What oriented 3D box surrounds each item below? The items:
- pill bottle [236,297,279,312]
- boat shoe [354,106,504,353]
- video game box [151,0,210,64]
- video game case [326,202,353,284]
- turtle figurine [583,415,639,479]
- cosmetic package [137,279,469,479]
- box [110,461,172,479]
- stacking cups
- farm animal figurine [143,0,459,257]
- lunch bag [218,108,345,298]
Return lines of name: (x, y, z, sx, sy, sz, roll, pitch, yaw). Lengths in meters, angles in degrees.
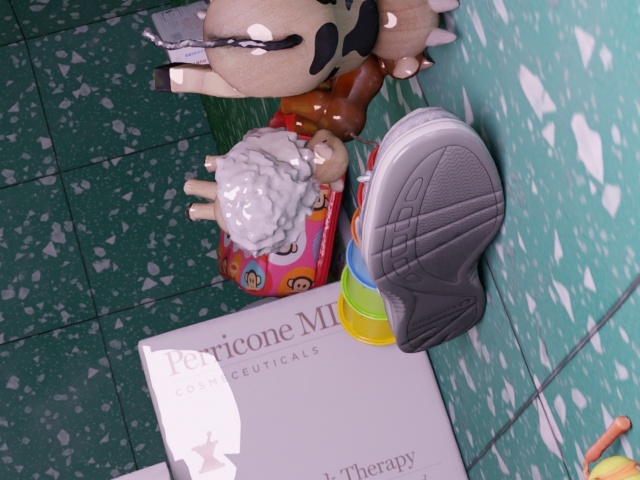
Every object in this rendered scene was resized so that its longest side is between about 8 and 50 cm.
pill bottle: (-0.054, 0.300, 2.258, 0.204, 0.204, 0.361, -124, 19, -66)
boat shoe: (0.082, -0.013, 0.993, 0.320, 0.118, 0.103, 74, 172, -60)
video game box: (-0.133, -0.301, 1.663, 0.205, 0.187, 0.048, -120, 12, -62)
video game case: (0.000, 0.000, 1.757, 0.193, 0.023, 0.212, 104, 153, -45)
turtle figurine: (0.201, 0.218, 0.693, 0.269, 0.087, 0.217, 118, 135, -79)
cosmetic package: (-0.018, 0.282, 1.488, 0.327, 0.330, 0.393, 115, 138, -78)
box: (-0.176, 0.365, 1.337, 0.324, 0.067, 0.063, 85, 166, -49)
stacking cups: (0.066, 0.009, 1.213, 0.316, 0.096, 0.096, 90, 163, -63)
farm animal figurine: (0.008, -0.194, 0.892, 0.327, 0.172, 0.330, -50, -42, -47)
lunch bag: (-0.059, -0.056, 1.659, 0.293, 0.120, 0.258, -155, 73, -72)
